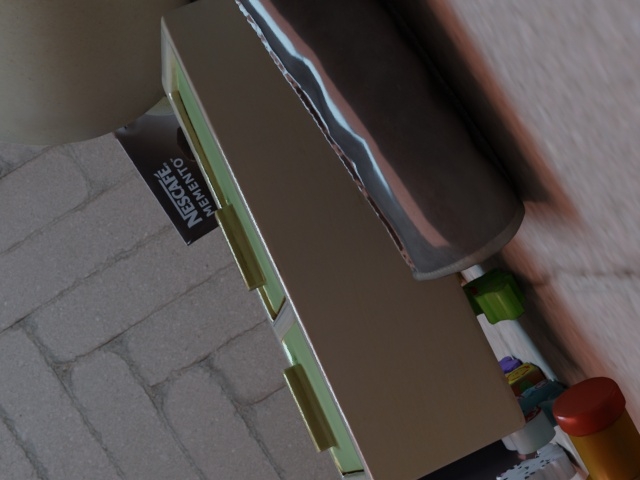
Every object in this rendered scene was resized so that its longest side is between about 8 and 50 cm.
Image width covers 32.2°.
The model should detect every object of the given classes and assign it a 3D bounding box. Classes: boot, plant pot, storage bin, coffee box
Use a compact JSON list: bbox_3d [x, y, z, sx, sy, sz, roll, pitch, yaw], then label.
[{"bbox_3d":[0.005,-0.079,0.426,0.208,0.076,0.189,64,-170,-2],"label":"boot"},{"bbox_3d":[-0.218,-0.252,0.838,0.256,0.256,0.274,56,158,18],"label":"plant pot"},{"bbox_3d":[0.091,0.155,0.893,0.091,0.135,0.098,-109,-7,-49],"label":"storage bin"},{"bbox_3d":[-0.182,-0.166,1.396,0.297,0.168,0.119,60,176,-21],"label":"coffee box"}]

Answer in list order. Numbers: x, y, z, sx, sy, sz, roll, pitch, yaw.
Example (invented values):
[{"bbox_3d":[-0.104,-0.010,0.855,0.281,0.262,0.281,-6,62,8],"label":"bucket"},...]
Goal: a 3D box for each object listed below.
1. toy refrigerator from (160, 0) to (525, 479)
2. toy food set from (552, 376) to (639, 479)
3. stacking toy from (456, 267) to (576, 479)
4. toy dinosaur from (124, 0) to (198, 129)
[{"bbox_3d":[0.000,0.000,0.607,0.269,0.094,0.102,65,167,8],"label":"toy refrigerator"},{"bbox_3d":[0.113,0.123,0.293,0.104,0.111,0.232,58,-153,-12],"label":"toy food set"},{"bbox_3d":[0.112,0.096,0.656,0.167,0.052,0.221,58,176,-4],"label":"stacking toy"},{"bbox_3d":[-0.226,-0.231,1.041,0.218,0.322,0.164,30,164,-24],"label":"toy dinosaur"}]
